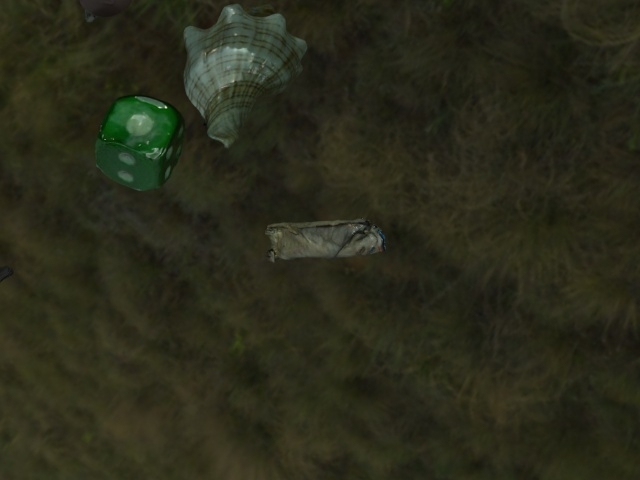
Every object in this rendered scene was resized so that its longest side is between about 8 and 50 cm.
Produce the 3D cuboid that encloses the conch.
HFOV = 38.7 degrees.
[{"bbox_3d":[-0.133,-0.307,1.519,0.203,0.386,0.170,11,121,5],"label":"conch"}]

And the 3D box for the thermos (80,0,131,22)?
[{"bbox_3d":[-0.381,-0.495,1.518,0.176,0.146,0.265,-56,46,34],"label":"thermos"}]

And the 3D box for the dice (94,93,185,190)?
[{"bbox_3d":[-0.319,-0.173,1.618,0.131,0.128,0.120,18,145,3],"label":"dice"}]

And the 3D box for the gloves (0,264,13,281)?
[{"bbox_3d":[-0.620,0.057,1.469,0.142,0.119,0.285,54,-162,19],"label":"gloves"}]

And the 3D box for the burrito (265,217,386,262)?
[{"bbox_3d":[0.001,-0.001,1.132,0.171,0.042,0.051,-2,113,38],"label":"burrito"}]
